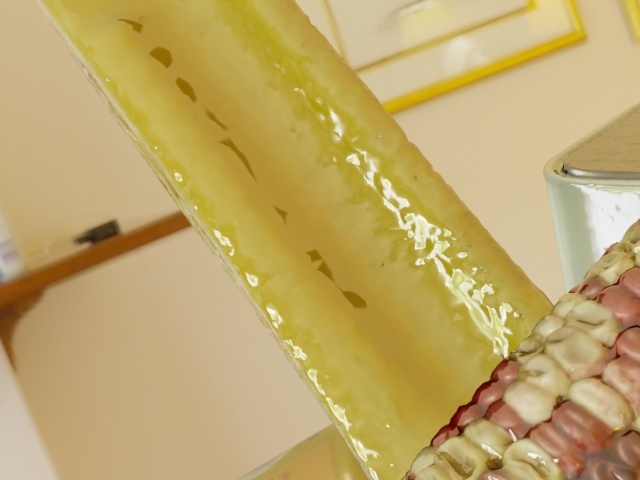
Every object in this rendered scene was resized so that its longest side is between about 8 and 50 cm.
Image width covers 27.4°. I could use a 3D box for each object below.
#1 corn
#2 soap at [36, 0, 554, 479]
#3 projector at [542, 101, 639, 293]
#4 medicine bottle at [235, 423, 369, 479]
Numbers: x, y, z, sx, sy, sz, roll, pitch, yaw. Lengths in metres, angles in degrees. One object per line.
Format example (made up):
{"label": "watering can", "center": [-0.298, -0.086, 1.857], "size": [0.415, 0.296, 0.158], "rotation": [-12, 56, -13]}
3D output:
{"label": "corn", "center": [0.115, 0.037, 0.372], "size": [0.290, 0.098, 0.098], "rotation": [-45, 9, -8]}
{"label": "soap", "center": [0.000, 0.000, 0.569], "size": [0.091, 0.315, 0.199], "rotation": [-35, -22, -3]}
{"label": "projector", "center": [0.347, 0.023, 1.071], "size": [0.248, 0.249, 0.249], "rotation": [4, 25, 41]}
{"label": "medicine bottle", "center": [0.044, 0.276, 1.195], "size": [0.384, 0.224, 0.224], "rotation": [-32, 3, 15]}
